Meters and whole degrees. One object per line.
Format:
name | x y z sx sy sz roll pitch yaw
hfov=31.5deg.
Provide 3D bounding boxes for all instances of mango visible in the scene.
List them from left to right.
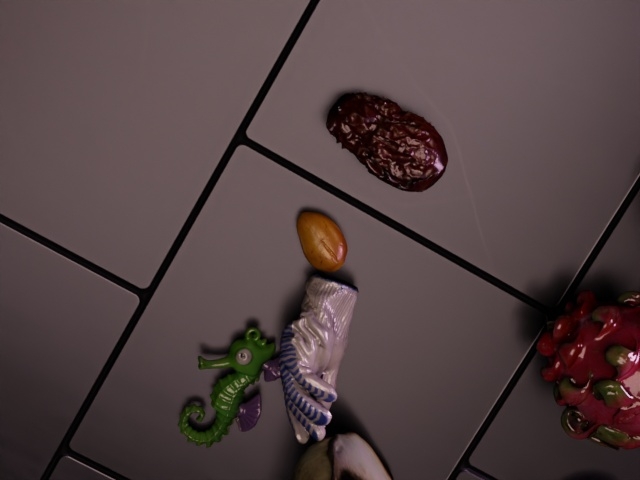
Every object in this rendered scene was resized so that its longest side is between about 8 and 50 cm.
mango | 0.000 0.000 1.504 0.060 0.046 0.089 -35 97 5

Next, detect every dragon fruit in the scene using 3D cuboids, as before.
dragon fruit | 0.411 0.190 1.505 0.218 0.198 0.272 -43 126 -23

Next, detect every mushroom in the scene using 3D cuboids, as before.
mushroom | 0.027 0.393 1.524 0.164 0.189 0.267 -30 125 15

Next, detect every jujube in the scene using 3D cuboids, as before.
jujube | 0.089 -0.132 1.458 0.166 0.104 0.104 41 97 0

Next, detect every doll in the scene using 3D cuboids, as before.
doll | -0.125 0.202 1.540 0.115 0.050 0.190 25 102 -11

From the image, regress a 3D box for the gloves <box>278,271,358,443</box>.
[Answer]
gloves | -0.005 0.156 1.506 0.097 0.119 0.229 2 80 31
